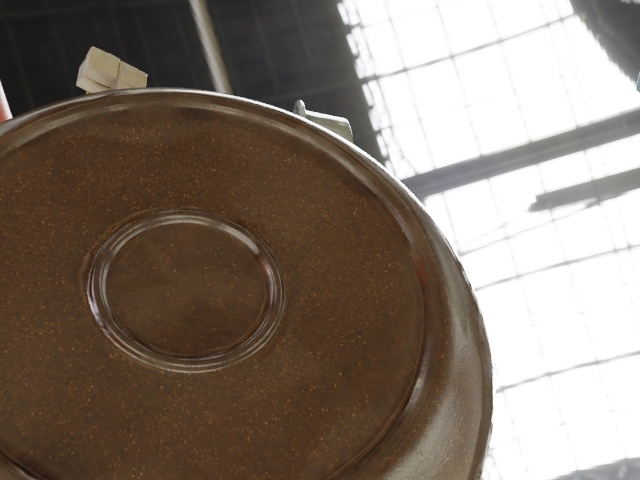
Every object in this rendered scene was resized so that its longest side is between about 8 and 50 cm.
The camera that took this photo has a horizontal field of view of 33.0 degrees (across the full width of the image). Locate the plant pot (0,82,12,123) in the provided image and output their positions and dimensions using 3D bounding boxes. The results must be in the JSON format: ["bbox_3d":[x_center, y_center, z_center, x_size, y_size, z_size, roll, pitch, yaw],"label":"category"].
[{"bbox_3d":[-0.563,-0.174,1.558,0.272,0.273,0.265,-58,-38,-46],"label":"plant pot"}]

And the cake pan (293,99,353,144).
[{"bbox_3d":[0.000,0.000,1.130,0.293,0.054,0.293,180,90,-85],"label":"cake pan"}]

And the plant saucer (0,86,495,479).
[{"bbox_3d":[-0.063,0.033,0.495,0.311,0.050,0.310,7,-128,-9],"label":"plant saucer"}]

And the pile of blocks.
[{"bbox_3d":[-0.266,-0.092,1.505,0.362,0.149,0.112,66,-165,-44],"label":"pile of blocks"}]

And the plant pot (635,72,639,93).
[{"bbox_3d":[0.422,-0.232,0.823,0.248,0.247,0.252,-30,-49,-32],"label":"plant pot"}]
